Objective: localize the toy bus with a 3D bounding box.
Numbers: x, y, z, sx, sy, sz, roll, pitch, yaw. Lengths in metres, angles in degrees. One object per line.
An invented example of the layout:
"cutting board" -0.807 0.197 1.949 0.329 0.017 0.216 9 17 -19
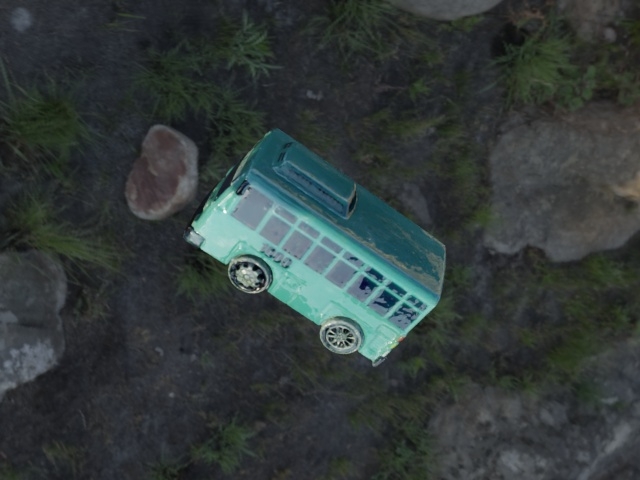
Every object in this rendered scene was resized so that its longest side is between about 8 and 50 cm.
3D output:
"toy bus" 0.000 0.000 0.488 0.160 0.079 0.092 34 124 -8
